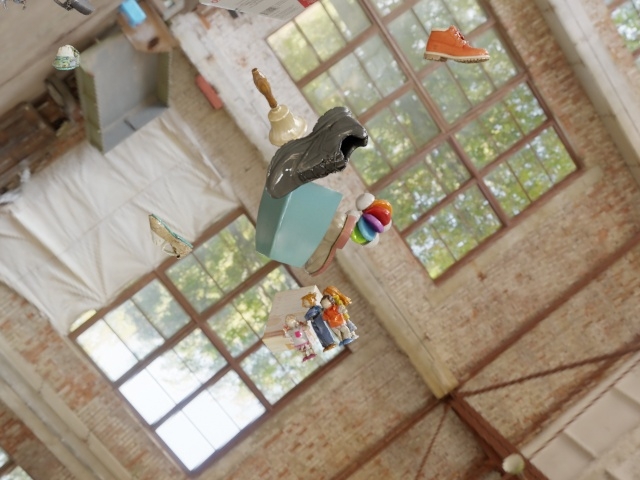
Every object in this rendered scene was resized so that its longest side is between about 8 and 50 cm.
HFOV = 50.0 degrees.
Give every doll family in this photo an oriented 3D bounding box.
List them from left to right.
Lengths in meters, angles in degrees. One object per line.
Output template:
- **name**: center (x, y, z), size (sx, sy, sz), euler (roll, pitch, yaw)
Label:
- **doll family**: center (0.010, 0.214, 1.862), size (0.118, 0.163, 0.263), euler (-18, 170, -45)

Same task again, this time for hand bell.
- **hand bell**: center (-0.139, -0.396, 1.961), size (0.126, 0.242, 0.126), euler (-14, -131, 16)

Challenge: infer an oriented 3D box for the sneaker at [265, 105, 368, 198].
- **sneaker**: center (-0.009, -0.197, 1.642), size (0.286, 0.109, 0.130), euler (-43, -123, -2)

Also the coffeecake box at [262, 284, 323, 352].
- **coffeecake box**: center (-0.079, 0.233, 2.042), size (0.142, 0.068, 0.186), euler (-12, -140, 24)

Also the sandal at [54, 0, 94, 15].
- **sandal**: center (-0.612, -0.590, 1.647), size (0.054, 0.097, 0.254), euler (-47, -133, 4)

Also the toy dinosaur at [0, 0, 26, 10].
- **toy dinosaur**: center (-0.696, -0.544, 1.529), size (0.090, 0.082, 0.047), euler (-65, -163, -11)

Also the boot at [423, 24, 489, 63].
- **boot**: center (0.318, -0.453, 1.588), size (0.157, 0.085, 0.059), euler (15, -169, 26)

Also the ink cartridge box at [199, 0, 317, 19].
- **ink cartridge box**: center (-0.143, -0.652, 1.701), size (0.272, 0.114, 0.197), euler (-5, 176, -41)

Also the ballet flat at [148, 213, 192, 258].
- **ballet flat**: center (-0.446, -0.003, 1.994), size (0.067, 0.206, 0.073), euler (-48, -129, -6)

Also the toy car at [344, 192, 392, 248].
- **toy car**: center (0.178, -0.067, 2.378), size (0.182, 0.159, 0.136), euler (-50, -156, -19)

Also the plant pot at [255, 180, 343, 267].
- **plant pot**: center (-0.078, -0.055, 1.904), size (0.165, 0.165, 0.234), euler (23, -85, 59)

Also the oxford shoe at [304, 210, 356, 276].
- **oxford shoe**: center (0.000, 0.000, 2.262), size (0.348, 0.130, 0.123), euler (124, -12, -50)

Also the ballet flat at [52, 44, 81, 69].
- **ballet flat**: center (-0.724, -0.524, 1.957), size (0.070, 0.070, 0.188), euler (-36, -158, -1)
